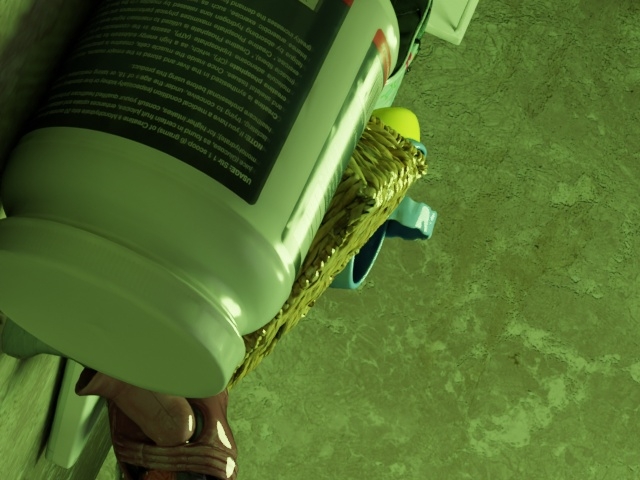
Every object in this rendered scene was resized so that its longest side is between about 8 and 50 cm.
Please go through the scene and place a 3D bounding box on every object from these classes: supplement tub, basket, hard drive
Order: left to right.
[{"bbox_3d":[-0.254,0.109,1.805,0.353,0.047,0.233,117,-2,-56],"label":"hard drive"},{"bbox_3d":[-0.080,-0.060,0.931,0.191,0.191,0.272,117,-2,-66],"label":"supplement tub"},{"bbox_3d":[-0.079,-0.022,1.434,0.299,0.213,0.223,-51,175,20],"label":"basket"}]

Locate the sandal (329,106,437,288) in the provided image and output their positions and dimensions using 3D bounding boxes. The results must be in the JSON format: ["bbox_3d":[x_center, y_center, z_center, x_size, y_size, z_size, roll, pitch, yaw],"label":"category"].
[{"bbox_3d":[0.000,0.000,1.578,0.317,0.138,0.126,-40,153,14],"label":"sandal"}]

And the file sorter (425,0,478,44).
[{"bbox_3d":[0.131,-0.460,2.201,0.173,0.278,0.192,113,1,-62],"label":"file sorter"}]

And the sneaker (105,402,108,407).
[{"bbox_3d":[-0.199,0.184,1.899,0.127,0.126,0.321,-61,-168,-6],"label":"sneaker"}]

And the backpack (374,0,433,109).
[{"bbox_3d":[0.015,-0.260,1.926,0.191,0.225,0.253,111,-3,-49],"label":"backpack"}]

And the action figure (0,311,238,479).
[{"bbox_3d":[-0.114,0.112,1.196,0.248,0.276,0.370,87,-5,-55],"label":"action figure"}]
